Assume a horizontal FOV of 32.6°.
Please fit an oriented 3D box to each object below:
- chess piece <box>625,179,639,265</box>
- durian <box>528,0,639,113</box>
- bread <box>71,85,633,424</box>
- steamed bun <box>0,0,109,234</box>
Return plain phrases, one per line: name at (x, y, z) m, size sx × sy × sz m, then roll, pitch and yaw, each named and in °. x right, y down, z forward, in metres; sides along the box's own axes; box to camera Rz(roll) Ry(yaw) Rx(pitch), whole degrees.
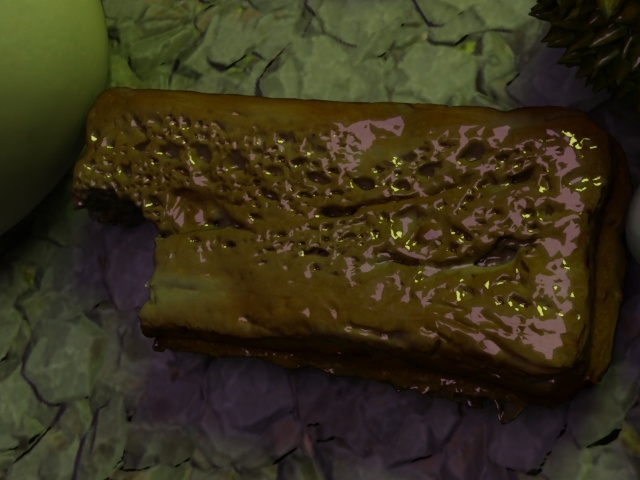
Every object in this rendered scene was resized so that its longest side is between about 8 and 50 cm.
chess piece at (0.211, 0.059, 0.567) m, size 0.139 × 0.139 × 0.272 m, roll -15°, pitch 65°, yaw 18°
durian at (0.211, -0.172, 0.609) m, size 0.200 × 0.177 × 0.237 m, roll -3°, pitch 45°, yaw 31°
bread at (0.000, 0.000, 0.698) m, size 0.380 × 0.109 × 0.185 m, roll 7°, pitch 83°, yaw 27°
steamed bun at (-0.298, -0.106, 0.742) m, size 0.324 × 0.324 × 0.206 m, roll -42°, pitch 66°, yaw 4°
